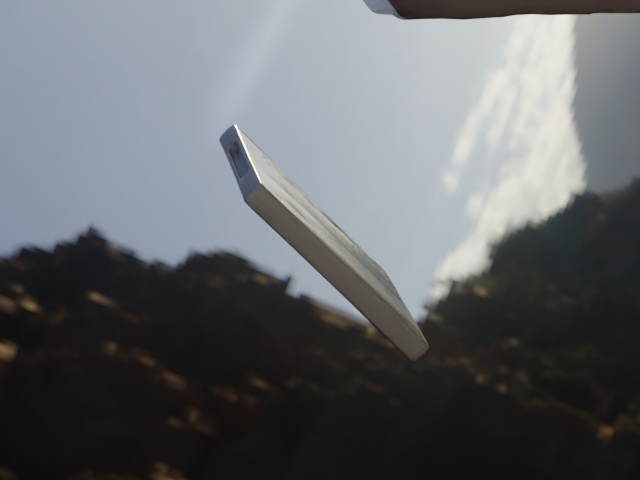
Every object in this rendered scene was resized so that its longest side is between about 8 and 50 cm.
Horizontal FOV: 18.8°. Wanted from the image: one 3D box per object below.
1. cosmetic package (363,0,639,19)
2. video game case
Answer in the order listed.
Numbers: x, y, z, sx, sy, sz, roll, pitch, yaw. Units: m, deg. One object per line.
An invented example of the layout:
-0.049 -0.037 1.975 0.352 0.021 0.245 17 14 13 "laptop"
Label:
0.171 -0.280 0.703 0.327 0.329 0.393 -88 -4 -83 "cosmetic package"
0.000 0.000 1.522 0.022 0.190 0.173 -44 20 7 "video game case"
